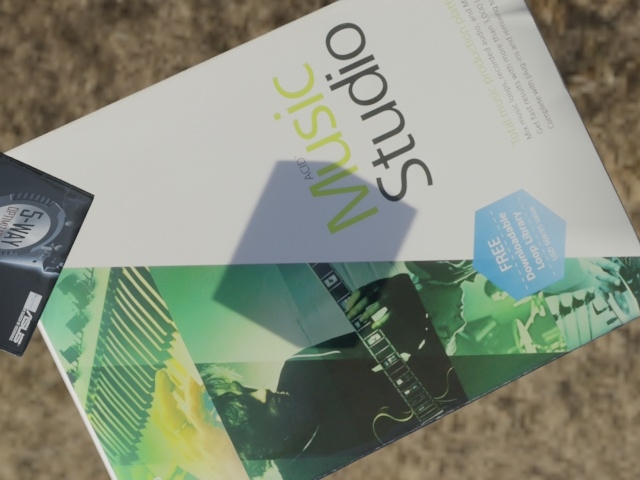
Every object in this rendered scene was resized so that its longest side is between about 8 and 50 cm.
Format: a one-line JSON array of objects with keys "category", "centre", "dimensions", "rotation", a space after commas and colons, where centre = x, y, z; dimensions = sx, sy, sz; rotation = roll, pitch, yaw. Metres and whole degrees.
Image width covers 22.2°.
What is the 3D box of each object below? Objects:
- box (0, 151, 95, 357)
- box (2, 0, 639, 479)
[{"category": "box", "centre": [-0.151, 0.003, 0.751], "dimensions": [0.067, 0.083, 0.018], "rotation": [26, 174, -13]}, {"category": "box", "centre": [0.000, 0.000, 0.899], "dimensions": [0.322, 0.232, 0.058], "rotation": [-26, 180, -8]}]
